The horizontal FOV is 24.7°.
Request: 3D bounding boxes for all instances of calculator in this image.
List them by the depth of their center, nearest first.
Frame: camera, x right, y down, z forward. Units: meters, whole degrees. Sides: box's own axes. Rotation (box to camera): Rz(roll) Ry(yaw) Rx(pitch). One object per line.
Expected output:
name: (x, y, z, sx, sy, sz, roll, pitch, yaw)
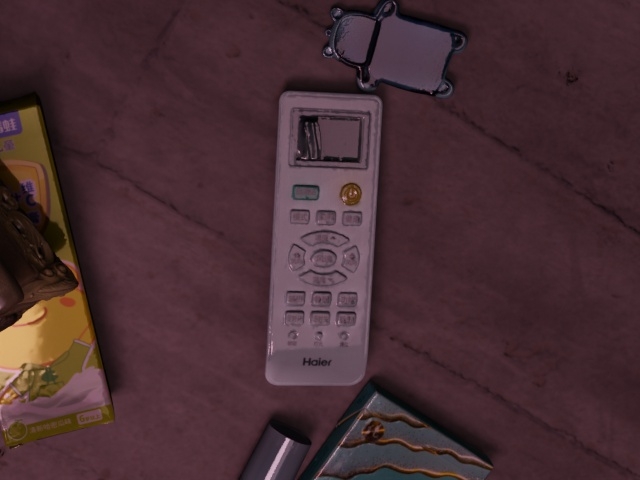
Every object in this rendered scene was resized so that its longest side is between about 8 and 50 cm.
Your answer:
calculator: (0.071, -0.186, 1.424, 0.141, 0.019, 0.094, 14, 100, -12)

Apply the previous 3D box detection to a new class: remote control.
remote control: (0.000, 0.000, 1.440, 0.103, 0.051, 0.293, 2, 100, -12)

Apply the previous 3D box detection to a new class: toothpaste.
toothpaste: (-0.282, 0.030, 1.377, 0.110, 0.077, 0.327, -13, 106, -7)

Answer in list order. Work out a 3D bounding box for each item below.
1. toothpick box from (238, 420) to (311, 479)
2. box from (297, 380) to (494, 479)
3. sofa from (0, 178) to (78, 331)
toothpick box: (-0.049, 0.232, 1.486, 0.052, 0.052, 0.083, 25, 96, -16)
box: (0.052, 0.281, 1.523, 0.162, 0.041, 0.229, 33, 96, -17)
sofa: (-0.371, 0.038, 1.245, 0.258, 0.182, 0.200, -34, 94, 30)
